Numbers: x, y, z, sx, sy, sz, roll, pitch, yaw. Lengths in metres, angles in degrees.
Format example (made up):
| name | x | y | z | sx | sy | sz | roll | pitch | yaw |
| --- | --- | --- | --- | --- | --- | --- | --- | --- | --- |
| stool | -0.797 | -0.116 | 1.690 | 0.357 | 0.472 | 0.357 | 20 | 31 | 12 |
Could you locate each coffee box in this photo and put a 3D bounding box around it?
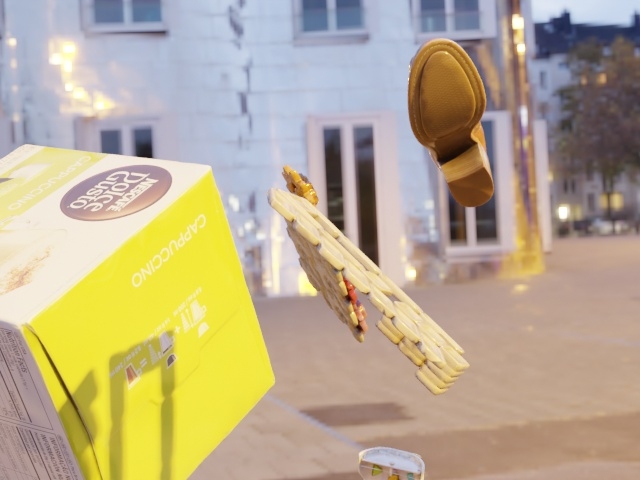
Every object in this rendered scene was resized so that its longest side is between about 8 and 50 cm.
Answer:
| name | x | y | z | sx | sy | sz | roll | pitch | yaw |
| --- | --- | --- | --- | --- | --- | --- | --- | --- | --- |
| coffee box | -0.309 | 0.114 | 1.468 | 0.334 | 0.338 | 0.337 | 9 | 37 | 33 |

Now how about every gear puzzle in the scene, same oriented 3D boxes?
| name | x | y | z | sx | sy | sz | roll | pitch | yaw |
| --- | --- | --- | --- | --- | --- | --- | --- | --- | --- |
| gear puzzle | 0.000 | 0.000 | 1.761 | 0.044 | 0.339 | 0.175 | -32 | 51 | -10 |

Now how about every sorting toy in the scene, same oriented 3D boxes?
| name | x | y | z | sx | sy | sz | roll | pitch | yaw |
| --- | --- | --- | --- | --- | --- | --- | --- | --- | --- |
| sorting toy | 0.088 | 0.299 | 1.474 | 0.083 | 0.075 | 0.045 | 11 | 15 | 17 |

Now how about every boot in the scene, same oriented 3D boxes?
| name | x | y | z | sx | sy | sz | roll | pitch | yaw |
| --- | --- | --- | --- | --- | --- | --- | --- | --- | --- |
| boot | 0.171 | -0.209 | 1.675 | 0.109 | 0.283 | 0.220 | -23 | 41 | 9 |

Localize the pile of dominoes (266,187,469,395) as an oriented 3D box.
| name | x | y | z | sx | sy | sz | roll | pitch | yaw |
| --- | --- | --- | --- | --- | --- | --- | --- | --- | --- |
| pile of dominoes | 0.035 | 0.047 | 1.147 | 0.251 | 0.040 | 0.196 | 44 | 7 | 14 |
